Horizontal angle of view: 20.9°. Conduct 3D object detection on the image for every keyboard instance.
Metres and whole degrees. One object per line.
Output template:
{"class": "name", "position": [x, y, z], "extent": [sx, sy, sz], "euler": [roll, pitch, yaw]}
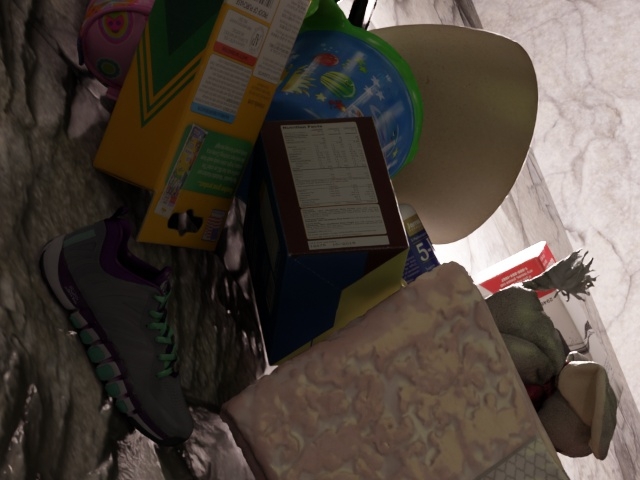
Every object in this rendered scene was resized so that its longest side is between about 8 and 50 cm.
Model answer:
{"class": "keyboard", "position": [0.028, -0.228, 2.344], "extent": [0.033, 0.317, 0.201], "euler": [20, 26, 2]}

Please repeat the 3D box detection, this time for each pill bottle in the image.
{"class": "pill bottle", "position": [0.098, 0.011, 2.424], "extent": [0.186, 0.112, 0.112], "euler": [62, 16, -1]}

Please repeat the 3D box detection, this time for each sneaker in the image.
{"class": "sneaker", "position": [-0.159, 0.081, 1.562], "extent": [0.223, 0.098, 0.083], "euler": [59, 17, -12]}

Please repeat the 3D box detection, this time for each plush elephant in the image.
{"class": "plush elephant", "position": [0.274, 0.201, 2.285], "extent": [0.255, 0.330, 0.272], "euler": [61, 8, 13]}

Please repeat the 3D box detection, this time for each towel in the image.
{"class": "towel", "position": [0.097, 0.228, 1.829], "extent": [0.332, 0.053, 0.317], "euler": [-31, 94, -30]}

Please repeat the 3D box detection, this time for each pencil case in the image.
{"class": "pencil case", "position": [-0.199, -0.264, 1.959], "extent": [0.124, 0.124, 0.284], "euler": [54, 19, -26]}

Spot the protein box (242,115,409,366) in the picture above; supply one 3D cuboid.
{"class": "protein box", "position": [0.000, 0.000, 1.949], "extent": [0.199, 0.136, 0.201], "euler": [101, -18, -48]}

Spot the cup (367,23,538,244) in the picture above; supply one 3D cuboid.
{"class": "cup", "position": [0.122, -0.183, 2.530], "extent": [0.237, 0.331, 0.331], "euler": [19, 40, -31]}

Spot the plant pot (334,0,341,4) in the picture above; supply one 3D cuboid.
{"class": "plant pot", "position": [-0.076, -0.390, 2.299], "extent": [0.293, 0.293, 0.196], "euler": [51, 46, -35]}

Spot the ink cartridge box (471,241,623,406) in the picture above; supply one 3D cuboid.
{"class": "ink cartridge box", "position": [0.321, 0.171, 2.693], "extent": [0.272, 0.197, 0.114], "euler": [61, 18, -5]}

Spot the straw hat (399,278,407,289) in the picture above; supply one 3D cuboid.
{"class": "straw hat", "position": [0.085, 0.071, 2.308], "extent": [0.144, 0.061, 0.144], "euler": [44, 10, -10]}

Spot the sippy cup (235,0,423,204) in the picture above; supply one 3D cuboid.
{"class": "sippy cup", "position": [-0.012, -0.133, 2.157], "extent": [0.305, 0.240, 0.224], "euler": [51, 28, -6]}

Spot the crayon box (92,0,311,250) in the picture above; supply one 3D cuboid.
{"class": "crayon box", "position": [-0.127, -0.156, 1.829], "extent": [0.083, 0.322, 0.203], "euler": [22, 4, 20]}
